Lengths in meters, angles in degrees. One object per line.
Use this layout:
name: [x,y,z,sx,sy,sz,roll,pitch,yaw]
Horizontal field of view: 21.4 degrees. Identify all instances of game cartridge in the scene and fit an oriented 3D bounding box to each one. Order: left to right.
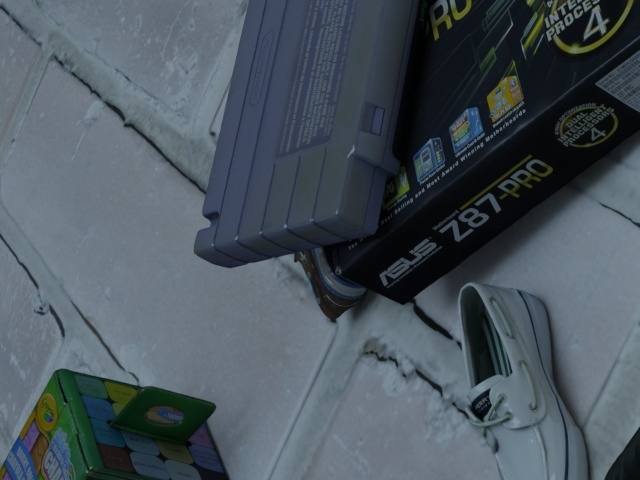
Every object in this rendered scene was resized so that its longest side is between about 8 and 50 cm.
game cartridge: [0.002,-0.158,1.528,0.230,0.068,0.355,-10,62,48]

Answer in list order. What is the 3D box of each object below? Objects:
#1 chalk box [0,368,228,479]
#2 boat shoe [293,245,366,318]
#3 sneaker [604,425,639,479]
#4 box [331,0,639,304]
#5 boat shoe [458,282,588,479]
chalk box: [-0.217,0.260,1.778,0.289,0.180,0.179,-58,33,19]
boat shoe: [0.000,0.000,1.676,0.183,0.066,0.066,-100,31,-46]
sneaker: [0.322,0.067,1.088,0.384,0.145,0.147,-55,3,31]
box: [0.154,-0.177,1.465,0.395,0.097,0.318,-38,41,34]
boat shoe: [0.148,0.134,1.353,0.083,0.076,0.226,-47,38,36]
